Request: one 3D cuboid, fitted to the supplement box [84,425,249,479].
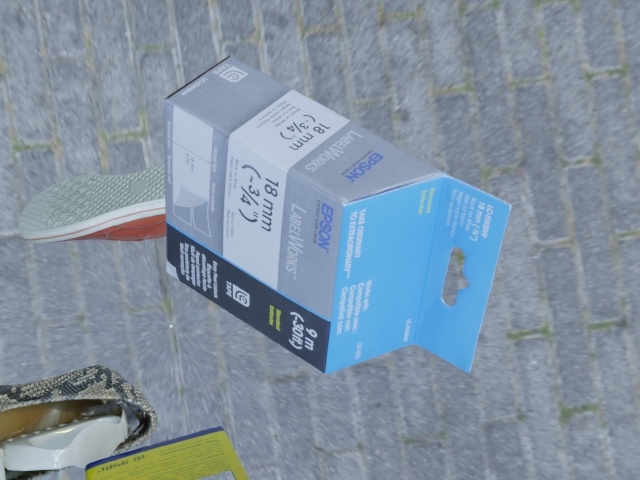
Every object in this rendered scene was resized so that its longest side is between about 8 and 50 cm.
[{"bbox_3d":[-0.163,0.388,1.454,0.194,0.356,0.195,-14,101,-10],"label":"supplement box"}]

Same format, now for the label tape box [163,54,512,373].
[{"bbox_3d":[0.000,0.000,1.187,0.334,0.240,0.106,30,49,24],"label":"label tape box"}]

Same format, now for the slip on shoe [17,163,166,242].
[{"bbox_3d":[-0.299,-0.041,1.815,0.331,0.101,0.123,-10,45,11],"label":"slip on shoe"}]

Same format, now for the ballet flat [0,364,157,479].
[{"bbox_3d":[-0.426,0.279,1.659,0.483,0.182,0.164,-10,111,-46],"label":"ballet flat"}]
